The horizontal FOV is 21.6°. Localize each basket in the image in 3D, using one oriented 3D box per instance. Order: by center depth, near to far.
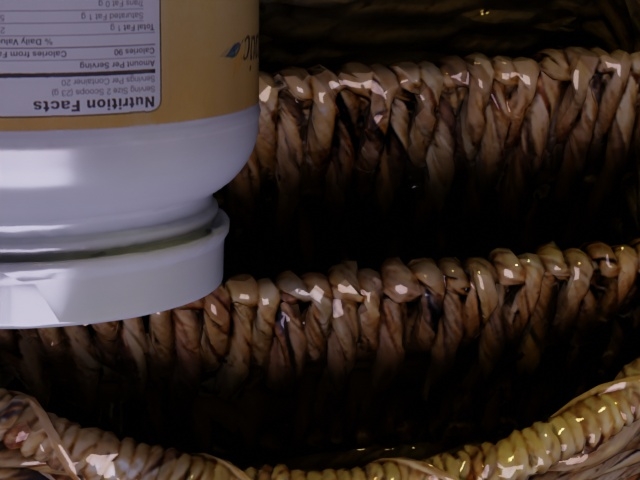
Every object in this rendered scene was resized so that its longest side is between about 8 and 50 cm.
[{"bbox_3d":[0.000,0.000,0.637,0.299,0.213,0.223,-2,142,-9],"label":"basket"}]

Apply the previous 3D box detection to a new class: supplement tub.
[{"bbox_3d":[-0.090,-0.085,0.497,0.144,0.144,0.200,-2,103,-10],"label":"supplement tub"}]
